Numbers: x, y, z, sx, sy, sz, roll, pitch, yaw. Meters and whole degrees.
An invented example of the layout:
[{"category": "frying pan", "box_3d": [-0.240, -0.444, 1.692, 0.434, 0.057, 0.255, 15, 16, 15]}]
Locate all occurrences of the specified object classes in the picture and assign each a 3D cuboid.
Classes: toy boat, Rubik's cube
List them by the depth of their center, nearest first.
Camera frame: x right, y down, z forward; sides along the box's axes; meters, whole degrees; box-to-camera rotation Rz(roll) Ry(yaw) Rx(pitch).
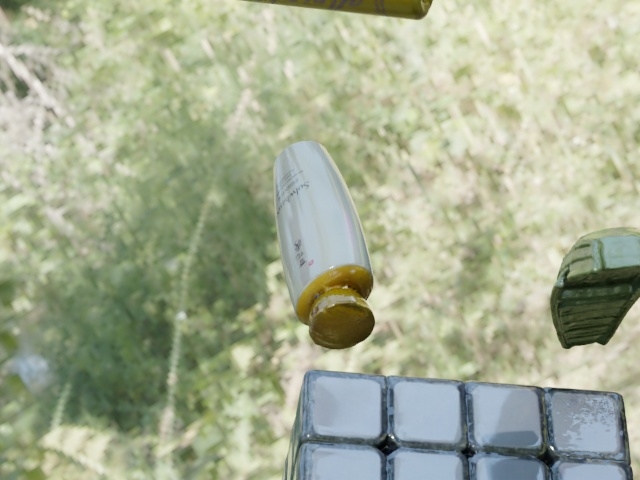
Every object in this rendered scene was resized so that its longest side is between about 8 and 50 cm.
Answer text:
[{"category": "toy boat", "box_3d": [0.265, 0.043, 1.416, 0.093, 0.055, 0.293, -5, -18, 1]}, {"category": "Rubik's cube", "box_3d": [0.124, 0.362, 1.511, 0.343, 0.344, 0.337, 3, 53, -2]}]

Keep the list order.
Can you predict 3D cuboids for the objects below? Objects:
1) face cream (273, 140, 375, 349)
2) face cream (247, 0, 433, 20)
[{"category": "face cream", "box_3d": [0.000, 0.000, 1.083, 0.072, 0.051, 0.182, -46, 36, 28]}, {"category": "face cream", "box_3d": [-0.037, -0.246, 1.298, 0.273, 0.078, 0.078, 9, 29, 15]}]
